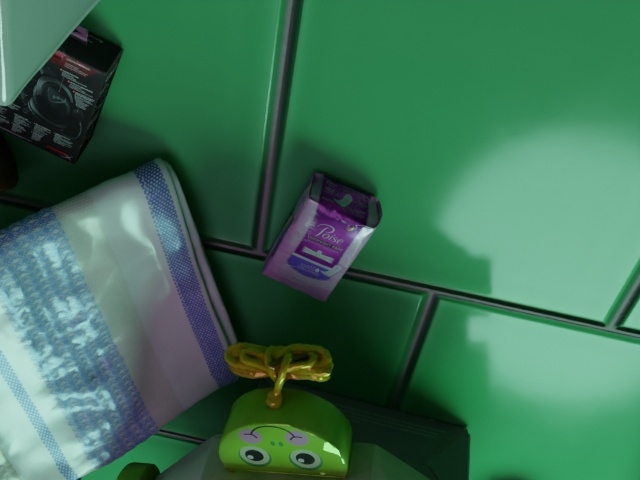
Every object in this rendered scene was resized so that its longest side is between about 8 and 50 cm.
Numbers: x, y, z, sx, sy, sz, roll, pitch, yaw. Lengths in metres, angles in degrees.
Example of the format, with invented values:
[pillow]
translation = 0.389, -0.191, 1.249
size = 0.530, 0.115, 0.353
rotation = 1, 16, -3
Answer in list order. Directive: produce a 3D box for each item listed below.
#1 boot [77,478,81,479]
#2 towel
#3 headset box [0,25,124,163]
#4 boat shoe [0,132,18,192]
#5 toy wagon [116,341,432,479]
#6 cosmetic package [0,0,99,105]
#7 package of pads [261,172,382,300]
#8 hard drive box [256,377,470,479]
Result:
[boot]
translation = -0.324, 0.156, 0.695
size = 0.208, 0.076, 0.190
rotation = 10, 144, 10
[towel]
translation = -0.186, 0.091, 0.510
size = 0.034, 0.285, 0.209
rotation = 35, 148, 43
[headset box]
translation = -0.157, -0.094, 0.464
size = 0.062, 0.032, 0.083
rotation = 25, 131, -11
[boat shoe]
translation = -0.252, -0.065, 0.430
size = 0.073, 0.073, 0.207
rotation = -27, 158, 8
[toy wagon]
translation = -0.014, 0.211, 0.562
size = 0.267, 0.068, 0.344
rotation = 1, 131, 11
[cosmetic package]
translation = -0.162, -0.182, 0.306
size = 0.151, 0.151, 0.184
rotation = 17, 132, -3
[package of pads]
translation = 0.000, 0.000, 0.516
size = 0.050, 0.032, 0.083
rotation = 22, 132, -12
[hard drive box]
translation = 0.007, 0.240, 0.690
size = 0.181, 0.089, 0.232
rotation = 15, 133, 0
